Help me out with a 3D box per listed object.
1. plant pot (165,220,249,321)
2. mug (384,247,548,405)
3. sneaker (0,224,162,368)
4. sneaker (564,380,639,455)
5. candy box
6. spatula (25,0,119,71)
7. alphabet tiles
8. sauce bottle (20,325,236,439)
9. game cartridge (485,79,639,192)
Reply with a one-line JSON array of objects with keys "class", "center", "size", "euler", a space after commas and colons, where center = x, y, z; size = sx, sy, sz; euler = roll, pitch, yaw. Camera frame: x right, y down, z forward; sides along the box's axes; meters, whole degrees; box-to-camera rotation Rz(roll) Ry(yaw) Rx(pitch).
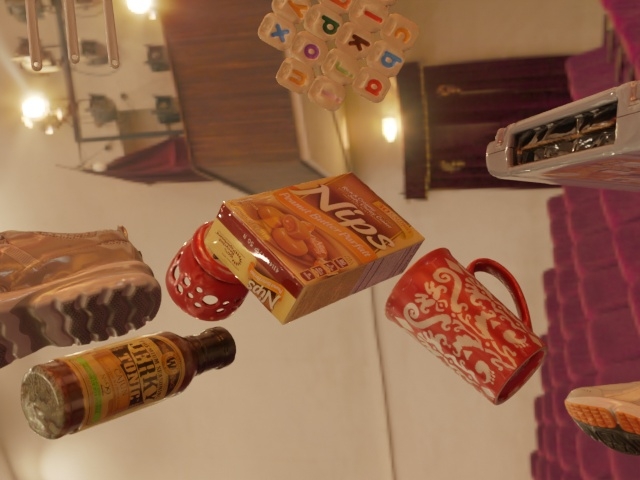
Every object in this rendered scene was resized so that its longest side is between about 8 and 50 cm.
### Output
[{"class": "plant pot", "center": [-0.233, 0.060, 1.804], "size": [0.174, 0.191, 0.191], "euler": [-52, 15, 39]}, {"class": "mug", "center": [0.186, 0.091, 0.942], "size": [0.150, 0.169, 0.113], "euler": [-45, -28, -4]}, {"class": "sneaker", "center": [-0.296, 0.049, 0.732], "size": [0.105, 0.281, 0.115], "euler": [107, 147, -40]}, {"class": "sneaker", "center": [0.453, 0.209, 1.034], "size": [0.099, 0.262, 0.121], "euler": [57, -130, -30]}, {"class": "candy box", "center": [0.000, 0.000, 1.234], "size": [0.316, 0.183, 0.087], "euler": [-19, -33, -49]}, {"class": "spatula", "center": [-0.389, -0.386, 1.243], "size": [0.019, 0.168, 0.242], "euler": [-2, 94, 62]}, {"class": "alphabet tiles", "center": [0.035, -0.402, 1.539], "size": [0.284, 0.278, 0.021], "euler": [-61, 6, 13]}, {"class": "sauce bottle", "center": [-0.271, 0.196, 1.203], "size": [0.344, 0.111, 0.111], "euler": [-14, -77, -51]}, {"class": "game cartridge", "center": [0.281, -0.076, 0.650], "size": [0.297, 0.198, 0.062], "euler": [179, 100, -81]}]
